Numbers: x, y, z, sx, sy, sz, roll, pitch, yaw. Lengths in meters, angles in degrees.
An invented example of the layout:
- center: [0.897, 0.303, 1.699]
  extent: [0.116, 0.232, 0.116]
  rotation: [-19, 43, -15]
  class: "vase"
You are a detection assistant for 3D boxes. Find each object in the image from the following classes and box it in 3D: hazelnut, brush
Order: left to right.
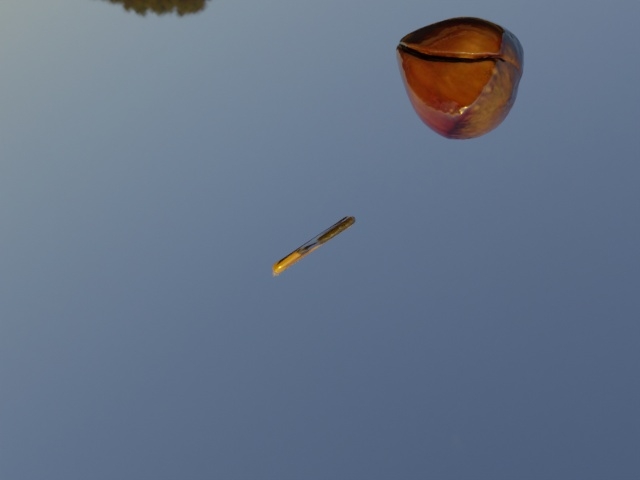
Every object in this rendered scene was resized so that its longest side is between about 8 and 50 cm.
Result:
- center: [0.000, 0.000, 0.951]
  extent: [0.103, 0.013, 0.272]
  rotation: [-34, 180, -8]
  class: "brush"
- center: [0.207, -0.261, 1.451]
  extent: [0.208, 0.208, 0.208]
  rotation: [-28, -146, 21]
  class: "hazelnut"
